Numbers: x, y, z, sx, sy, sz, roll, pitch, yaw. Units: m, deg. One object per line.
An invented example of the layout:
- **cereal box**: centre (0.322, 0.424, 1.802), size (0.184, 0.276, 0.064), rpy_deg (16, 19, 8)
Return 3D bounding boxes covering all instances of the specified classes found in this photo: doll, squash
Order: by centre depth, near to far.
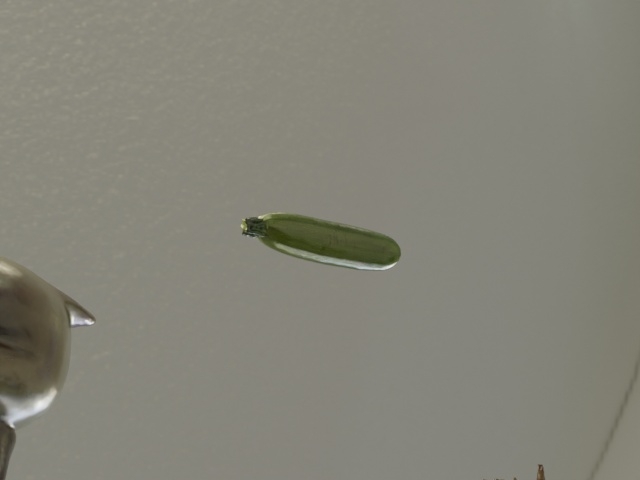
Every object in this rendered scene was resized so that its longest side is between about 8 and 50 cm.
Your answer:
- **doll**: centre (-0.364, 0.163, 0.914), size (0.226, 0.215, 0.370), rpy_deg (107, -176, -65)
- **squash**: centre (0.000, 0.000, 1.482), size (0.252, 0.066, 0.066), rpy_deg (13, -99, -18)

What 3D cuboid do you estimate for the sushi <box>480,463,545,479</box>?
- **sushi**: centre (0.136, 0.216, 0.799), size (0.120, 0.052, 0.055), rpy_deg (-9, -54, -22)
